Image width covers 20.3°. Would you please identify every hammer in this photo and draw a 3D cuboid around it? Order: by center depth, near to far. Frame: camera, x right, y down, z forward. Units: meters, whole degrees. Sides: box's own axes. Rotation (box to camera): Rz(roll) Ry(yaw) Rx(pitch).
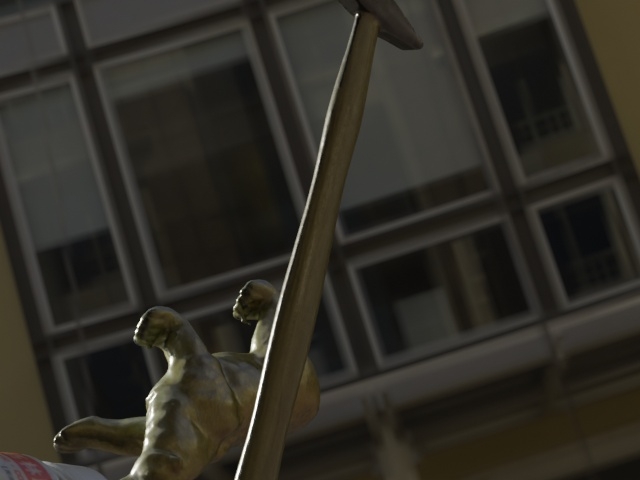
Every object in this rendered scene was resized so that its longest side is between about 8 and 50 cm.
[{"bbox_3d":[0.000,0.000,0.646,0.013,0.199,0.062,4,-17,32],"label":"hammer"}]

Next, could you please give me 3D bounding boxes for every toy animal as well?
[{"bbox_3d":[-0.071,0.103,1.107,0.218,0.101,0.103,-12,-48,-58],"label":"toy animal"}]

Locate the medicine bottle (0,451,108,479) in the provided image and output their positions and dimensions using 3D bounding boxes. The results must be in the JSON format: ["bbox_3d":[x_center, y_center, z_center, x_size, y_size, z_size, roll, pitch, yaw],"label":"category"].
[{"bbox_3d":[-0.300,0.257,1.580,0.144,0.144,0.252,-25,-25,27],"label":"medicine bottle"}]
